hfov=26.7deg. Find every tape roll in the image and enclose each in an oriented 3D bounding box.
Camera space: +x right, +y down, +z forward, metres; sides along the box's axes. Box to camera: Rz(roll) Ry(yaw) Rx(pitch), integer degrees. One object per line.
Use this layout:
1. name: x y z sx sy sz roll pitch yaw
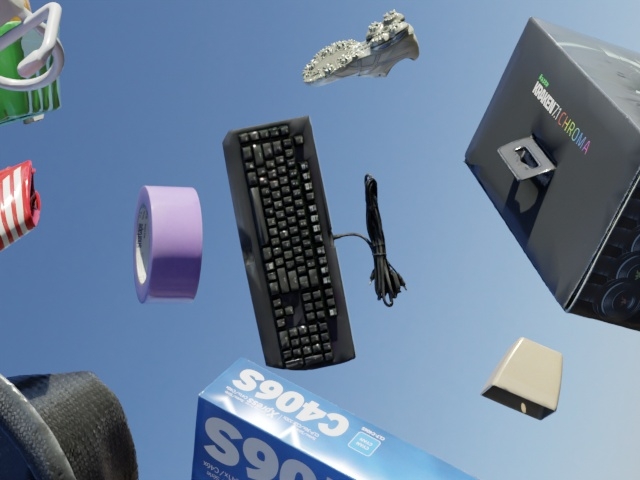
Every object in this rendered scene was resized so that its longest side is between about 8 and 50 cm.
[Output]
1. tape roll: -0.245 0.008 2.147 0.189 0.080 0.189 -178 90 -74

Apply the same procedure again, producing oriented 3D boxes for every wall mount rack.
1. wall mount rack: -0.443 -0.203 1.365 0.350 0.304 0.131 39 -143 -35

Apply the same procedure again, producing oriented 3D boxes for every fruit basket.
1. fruit basket: -0.443 -0.300 1.627 0.327 0.165 0.353 -76 -36 -81

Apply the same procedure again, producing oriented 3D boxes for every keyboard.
1. keyboard: 0.000 0.000 1.708 0.033 0.201 0.317 -167 65 -77

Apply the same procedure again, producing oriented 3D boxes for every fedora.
1. fedora: -0.289 0.234 1.394 0.152 0.334 0.334 -29 -48 -40

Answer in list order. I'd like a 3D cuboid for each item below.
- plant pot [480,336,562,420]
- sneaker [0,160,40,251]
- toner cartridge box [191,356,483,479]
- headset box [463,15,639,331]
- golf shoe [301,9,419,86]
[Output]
1. plant pot: 0.330 0.217 2.159 0.109 0.109 0.096 105 -173 -74
2. sneaker: -0.353 -0.042 1.339 0.128 0.221 0.087 -27 -46 -27
3. toner cartridge box: 0.042 0.255 1.224 0.075 0.347 0.165 -40 -34 -46
4. headset box: 0.265 -0.032 0.975 0.246 0.283 0.131 -112 42 -59
5. golf shoe: 0.061 -0.253 1.945 0.086 0.176 0.069 51 -157 -39
